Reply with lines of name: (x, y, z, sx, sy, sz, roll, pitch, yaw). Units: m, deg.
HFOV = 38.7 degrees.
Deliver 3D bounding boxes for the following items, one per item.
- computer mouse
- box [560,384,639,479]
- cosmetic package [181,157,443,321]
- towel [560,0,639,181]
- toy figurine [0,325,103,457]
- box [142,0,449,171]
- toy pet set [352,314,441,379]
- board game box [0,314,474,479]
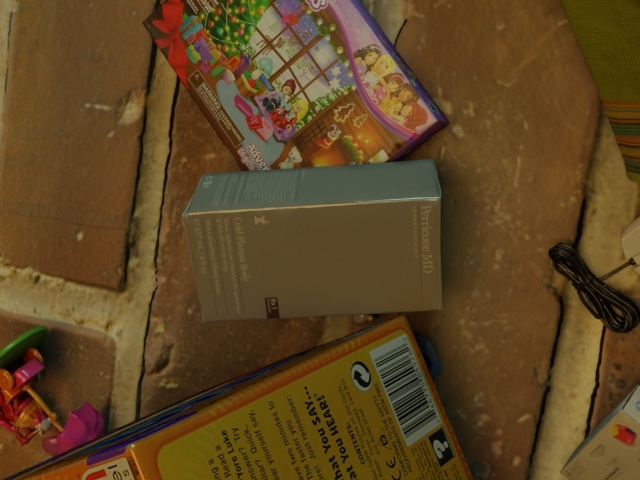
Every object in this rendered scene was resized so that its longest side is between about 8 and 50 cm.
computer mouse: (0.316, 0.001, 0.840, 0.193, 0.042, 0.106, -38, 79, 20)
box: (0.324, 0.229, 0.815, 0.186, 0.038, 0.145, 36, 146, 15)
cosmetic package: (0.000, 0.000, 0.885, 0.238, 0.107, 0.127, -4, 117, 8)
towel: (0.263, -0.142, 0.774, 0.021, 0.102, 0.237, -40, 115, -19)
toy figurine: (-0.335, 0.214, 1.094, 0.159, 0.130, 0.173, 46, 131, 3)
box: (-0.032, -0.178, 0.957, 0.201, 0.057, 0.293, -38, 80, 20)
toy pet set: (0.069, 0.105, 0.951, 0.114, 0.065, 0.122, 24, 102, 54)
board game box: (-0.081, 0.322, 0.816, 0.356, 0.356, 0.356, -25, 85, 37)
